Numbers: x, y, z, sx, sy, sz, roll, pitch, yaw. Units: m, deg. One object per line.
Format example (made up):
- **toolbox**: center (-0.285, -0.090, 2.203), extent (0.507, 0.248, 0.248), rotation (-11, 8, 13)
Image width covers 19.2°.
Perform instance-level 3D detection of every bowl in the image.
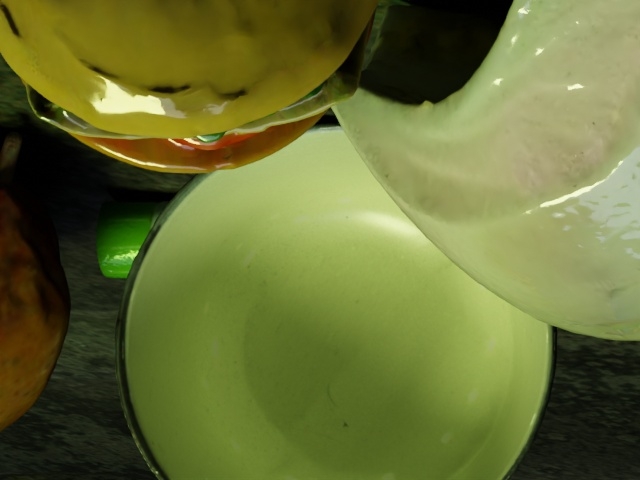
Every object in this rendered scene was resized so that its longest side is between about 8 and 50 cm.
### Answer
- **bowl**: center (0.015, 0.060, 1.059), extent (0.237, 0.238, 0.126), rotation (7, 176, 9)

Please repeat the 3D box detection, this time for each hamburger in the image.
- **hamburger**: center (-0.048, -0.104, 0.697), extent (0.162, 0.162, 0.115), rotation (9, 168, 3)

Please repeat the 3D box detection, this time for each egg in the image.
- **egg**: center (0.131, -0.045, 0.758), extent (0.206, 0.162, 0.271), rotation (19, 160, -23)

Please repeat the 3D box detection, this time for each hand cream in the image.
- **hand cream**: center (0.000, 0.001, 1.160), extent (0.275, 0.050, 0.079), rotation (0, -175, 11)

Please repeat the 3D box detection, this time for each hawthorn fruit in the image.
- **hawthorn fruit**: center (-0.243, 0.024, 1.137), extent (0.208, 0.208, 0.248), rotation (20, 134, -28)
